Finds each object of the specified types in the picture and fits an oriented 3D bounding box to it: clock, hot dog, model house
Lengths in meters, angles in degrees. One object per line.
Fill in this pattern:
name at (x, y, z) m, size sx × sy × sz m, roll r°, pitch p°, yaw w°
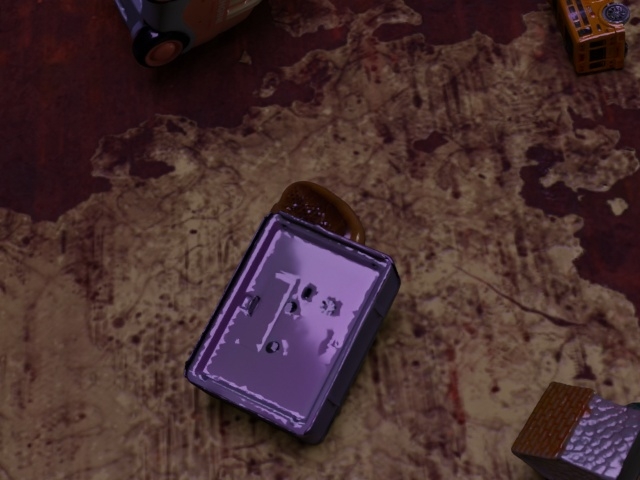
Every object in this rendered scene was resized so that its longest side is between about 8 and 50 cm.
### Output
clock at (-0.023, 0.083, 1.366) m, size 0.145 × 0.073 × 0.193 m, roll 24°, pitch 78°, yaw 19°
hot dog at (0.001, -0.001, 1.470) m, size 0.090 × 0.060 × 0.140 m, roll -42°, pitch 52°, yaw -16°
model house at (0.235, 0.186, 1.268) m, size 0.100 × 0.100 × 0.087 m, roll 20°, pitch 61°, yaw 25°

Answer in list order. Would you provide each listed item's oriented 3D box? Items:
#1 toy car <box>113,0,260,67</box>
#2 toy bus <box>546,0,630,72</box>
toy car at (-0.144, -0.341, 1.614) m, size 0.212 × 0.270 × 0.180 m, roll -21°, pitch 68°, yaw -20°
toy bus at (0.300, -0.269, 1.606) m, size 0.074 × 0.069 × 0.162 m, roll -13°, pitch 54°, yaw 2°
